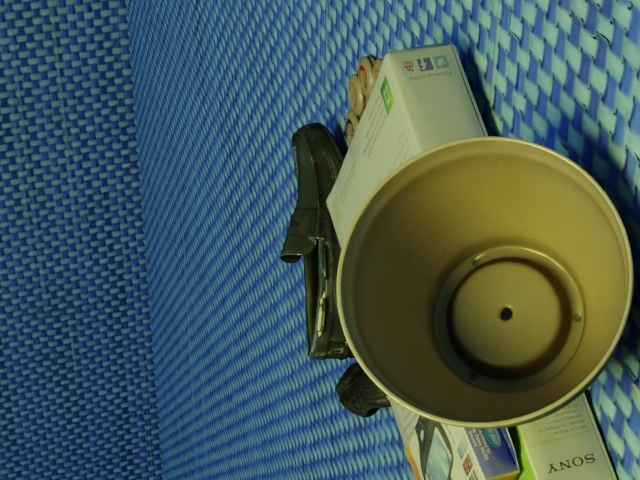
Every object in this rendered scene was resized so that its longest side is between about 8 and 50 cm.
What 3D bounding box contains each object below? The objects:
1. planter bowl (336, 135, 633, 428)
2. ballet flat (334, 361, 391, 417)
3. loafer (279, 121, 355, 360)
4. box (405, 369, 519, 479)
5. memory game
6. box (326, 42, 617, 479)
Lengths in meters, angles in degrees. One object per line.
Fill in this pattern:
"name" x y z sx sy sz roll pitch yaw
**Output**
"planter bowl" 0.101 0.035 0.783 0.109 0.162 0.162 46 -153 -67
"ballet flat" 0.058 0.128 1.209 0.057 0.049 0.173 -58 8 -15
"loafer" 0.000 0.000 1.255 0.076 0.078 0.223 137 123 -72
"box" 0.090 0.138 0.873 0.136 0.028 0.081 99 155 -55
"memory game" 0.052 -0.065 1.146 0.186 0.012 0.186 171 90 -76
"box" 0.092 0.057 0.964 0.232 0.058 0.322 113 144 -64
